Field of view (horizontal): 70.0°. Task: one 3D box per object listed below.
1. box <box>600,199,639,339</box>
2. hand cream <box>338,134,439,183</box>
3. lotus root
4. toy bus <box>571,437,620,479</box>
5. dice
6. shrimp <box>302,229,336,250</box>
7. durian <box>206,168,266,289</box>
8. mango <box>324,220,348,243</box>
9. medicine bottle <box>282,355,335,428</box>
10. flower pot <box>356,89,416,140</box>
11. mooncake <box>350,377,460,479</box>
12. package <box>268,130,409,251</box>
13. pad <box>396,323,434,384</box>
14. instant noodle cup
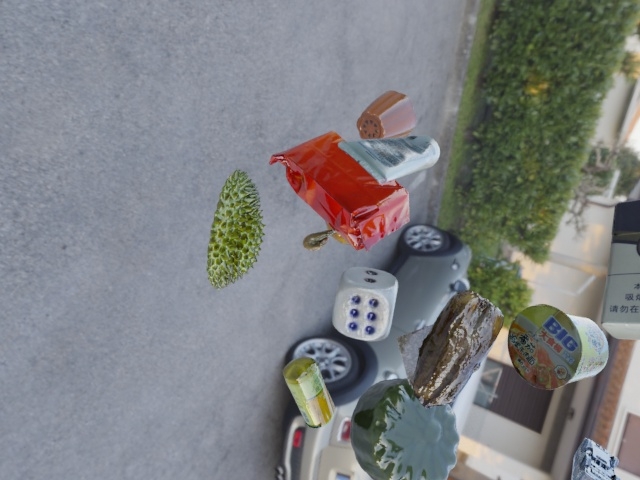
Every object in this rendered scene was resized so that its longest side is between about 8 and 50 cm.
[{"bbox_3d":[0.590,0.042,0.779,0.071,0.168,0.259,36,63,-30],"label":"box"},{"bbox_3d":[0.173,-0.182,0.997,0.340,0.124,0.078,-21,151,-49],"label":"hand cream"},{"bbox_3d":[0.330,0.284,1.181,0.078,0.167,0.329,20,98,-53],"label":"lotus root"},{"bbox_3d":[0.510,0.434,0.858,0.190,0.064,0.075,1,118,-59],"label":"toy bus"},{"bbox_3d":[0.149,0.205,1.508,0.192,0.194,0.193,-46,147,-70],"label":"dice"},{"bbox_3d":[0.000,0.000,1.335,0.023,0.108,0.059,60,18,-56],"label":"shrimp"},{"bbox_3d":[-0.254,-0.030,1.283,0.157,0.169,0.356,13,90,-35],"label":"durian"},{"bbox_3d":[0.098,-0.099,1.584,0.144,0.187,0.359,-37,-166,24],"label":"mango"},{"bbox_3d":[-0.038,0.502,1.536,0.124,0.124,0.239,-44,121,-47],"label":"medicine bottle"},{"bbox_3d":[0.233,-0.446,1.704,0.173,0.190,0.191,-33,137,-37],"label":"flower pot"},{"bbox_3d":[0.286,0.637,1.508,0.356,0.356,0.194,-61,-167,-22],"label":"mooncake"},{"bbox_3d":[0.050,-0.159,1.275,0.196,0.423,0.123,-30,150,-27],"label":"package"},{"bbox_3d":[0.348,0.316,1.344,0.003,0.235,0.158,-145,-142,-76],"label":"pad"},{"bbox_3d":[0.593,0.261,1.136,0.153,0.205,0.205,6,103,-30],"label":"instant noodle cup"}]
